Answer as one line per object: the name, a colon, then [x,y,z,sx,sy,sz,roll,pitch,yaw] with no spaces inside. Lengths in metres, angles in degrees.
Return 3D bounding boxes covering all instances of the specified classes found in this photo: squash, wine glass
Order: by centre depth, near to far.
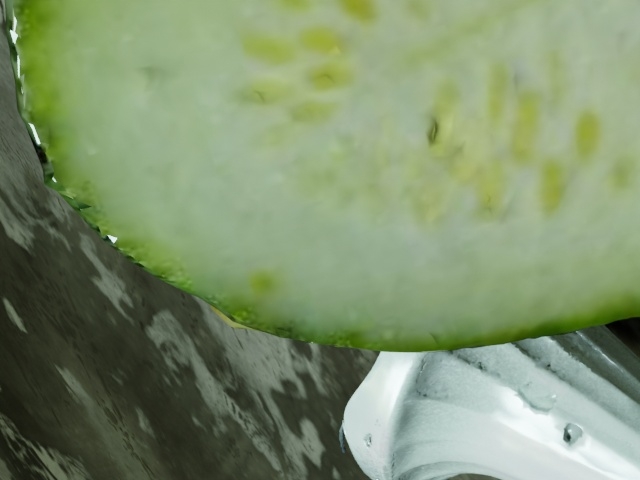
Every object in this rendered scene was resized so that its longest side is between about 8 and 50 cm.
squash: [0.087,-0.090,0.358,0.210,0.309,0.234,26,141,44]
wine glass: [0.130,0.086,0.673,0.196,0.165,0.165,29,144,29]

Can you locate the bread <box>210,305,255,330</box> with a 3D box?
bread: [0.000,0.001,0.850,0.098,0.087,0.269,59,153,-10]
